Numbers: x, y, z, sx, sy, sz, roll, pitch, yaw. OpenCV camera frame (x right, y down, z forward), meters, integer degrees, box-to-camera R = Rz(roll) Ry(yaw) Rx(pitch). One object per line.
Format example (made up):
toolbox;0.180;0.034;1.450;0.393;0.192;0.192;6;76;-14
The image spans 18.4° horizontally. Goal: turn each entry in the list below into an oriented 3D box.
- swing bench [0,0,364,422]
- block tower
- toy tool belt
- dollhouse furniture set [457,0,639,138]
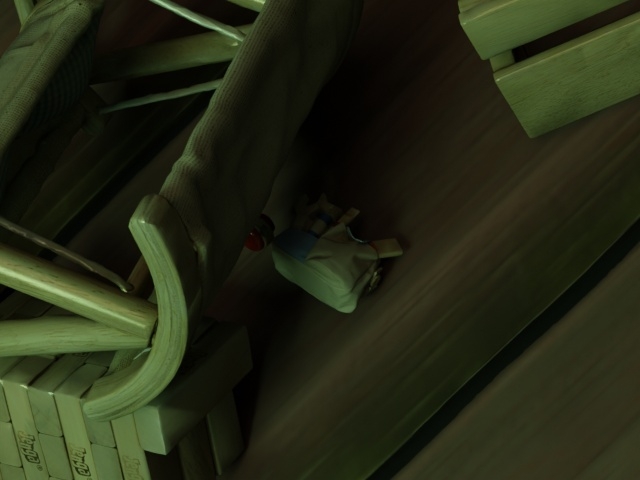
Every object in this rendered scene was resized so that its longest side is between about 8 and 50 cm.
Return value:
swing bench;-0.126;-0.054;1.039;0.254;0.165;0.253;9;47;21
block tower;-0.200;0.080;1.121;0.335;0.091;0.097;8;124;29
toy tool belt;0.000;0.000;1.094;0.083;0.052;0.051;32;60;26
dollhouse furniture set;0.126;-0.171;1.035;0.123;0.144;0.151;-22;53;14
